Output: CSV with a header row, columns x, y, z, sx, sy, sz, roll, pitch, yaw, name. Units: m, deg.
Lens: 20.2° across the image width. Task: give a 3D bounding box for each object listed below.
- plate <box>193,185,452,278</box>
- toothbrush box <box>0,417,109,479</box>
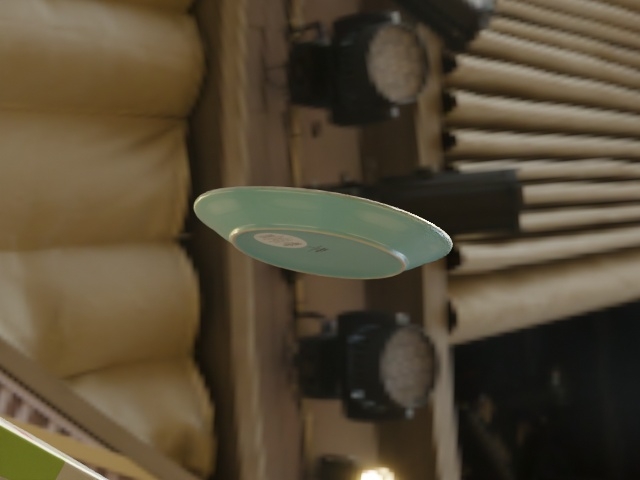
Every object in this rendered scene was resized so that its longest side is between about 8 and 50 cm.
x,y,z,sx,sy,sz,roll,pitch,yaw,name
0.000,0.000,1.286,0.188,0.188,0.024,20,-107,-37,plate
-0.265,0.121,1.003,0.283,0.206,0.122,33,-101,-20,toothbrush box
